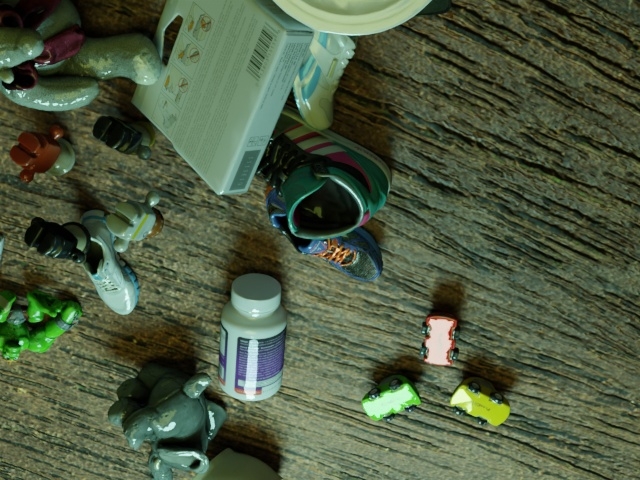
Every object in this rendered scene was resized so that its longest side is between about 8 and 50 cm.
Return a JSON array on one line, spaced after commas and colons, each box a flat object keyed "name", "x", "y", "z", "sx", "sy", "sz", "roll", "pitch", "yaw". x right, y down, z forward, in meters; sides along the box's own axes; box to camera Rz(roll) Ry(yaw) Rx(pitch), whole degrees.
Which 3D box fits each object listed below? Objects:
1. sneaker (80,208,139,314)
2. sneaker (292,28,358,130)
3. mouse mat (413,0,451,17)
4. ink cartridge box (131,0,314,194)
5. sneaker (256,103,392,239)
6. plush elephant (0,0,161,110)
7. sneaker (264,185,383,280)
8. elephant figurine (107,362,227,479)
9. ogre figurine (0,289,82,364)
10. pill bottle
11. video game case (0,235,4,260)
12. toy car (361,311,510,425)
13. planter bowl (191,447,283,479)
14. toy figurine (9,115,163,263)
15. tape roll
[{"name": "sneaker", "x": -0.352, "y": 0.050, "z": 2.020, "sx": 0.071, "sy": 0.083, "sz": 0.191, "roll": -11, "pitch": 120, "yaw": 13}, {"name": "sneaker", "x": 0.007, "y": -0.260, "z": 1.775, "sx": 0.092, "sy": 0.087, "sz": 0.229, "roll": -1, "pitch": 123, "yaw": 7}, {"name": "mouse mat", "x": 0.080, "y": -0.374, "z": 1.696, "sx": 0.189, "sy": 0.007, "sz": 0.153, "roll": -7, "pitch": 105, "yaw": -1}, {"name": "ink cartridge box", "x": -0.147, "y": -0.243, "z": 1.783, "sx": 0.239, "sy": 0.060, "sz": 0.275, "roll": 46, "pitch": 126, "yaw": 31}, {"name": "sneaker", "x": -0.043, "y": -0.096, "z": 1.825, "sx": 0.295, "sy": 0.178, "sz": 0.124, "roll": 23, "pitch": 121, "yaw": -3}, {"name": "plush elephant", "x": -0.436, "y": -0.276, "z": 1.727, "sx": 0.330, "sy": 0.255, "sz": 0.272, "roll": -12, "pitch": 113, "yaw": 18}, {"name": "sneaker", "x": 0.000, "y": 0.000, "z": 1.931, "sx": 0.221, "sy": 0.087, "sz": 0.083, "roll": 33, "pitch": 121, "yaw": -11}, {"name": "elephant figurine", "x": -0.240, "y": 0.331, "z": 2.150, "sx": 0.169, "sy": 0.186, "sz": 0.239, "roll": -44, "pitch": 126, "yaw": -17}, {"name": "ogre figurine", "x": -0.509, "y": 0.138, "z": 2.090, "sx": 0.197, "sy": 0.097, "sz": 0.118, "roll": -9, "pitch": 137, "yaw": -37}, {"name": "pill bottle", "x": -0.109, "y": 0.154, "z": 2.029, "sx": 0.108, "sy": 0.108, "sz": 0.193, "roll": 8, "pitch": 122, "yaw": 4}, {"name": "video game case", "x": -0.639, "y": 0.043, "z": 2.095, "sx": 0.201, "sy": 0.023, "sz": 0.183, "roll": 16, "pitch": 122, "yaw": -1}, {"name": "toy car", "x": 0.171, "y": 0.231, "z": 2.064, "sx": 0.225, "sy": 0.053, "sz": 0.239, "roll": -24, "pitch": 114, "yaw": 22}, {"name": "planter bowl", "x": -0.160, "y": 0.433, "z": 2.190, "sx": 0.109, "sy": 0.162, "sz": 0.162, "roll": 47, "pitch": 120, "yaw": 10}, {"name": "toy figurine", "x": -0.342, "y": -0.078, "z": 1.876, "sx": 0.209, "sy": 0.148, "sz": 0.213, "roll": -13, "pitch": 85, "yaw": 11}, {"name": "tape roll", "x": 0.043, "y": -0.413, "z": 1.625, "sx": 0.286, "sy": 0.100, "sz": 0.286, "roll": 1, "pitch": 104, "yaw": 2}]
